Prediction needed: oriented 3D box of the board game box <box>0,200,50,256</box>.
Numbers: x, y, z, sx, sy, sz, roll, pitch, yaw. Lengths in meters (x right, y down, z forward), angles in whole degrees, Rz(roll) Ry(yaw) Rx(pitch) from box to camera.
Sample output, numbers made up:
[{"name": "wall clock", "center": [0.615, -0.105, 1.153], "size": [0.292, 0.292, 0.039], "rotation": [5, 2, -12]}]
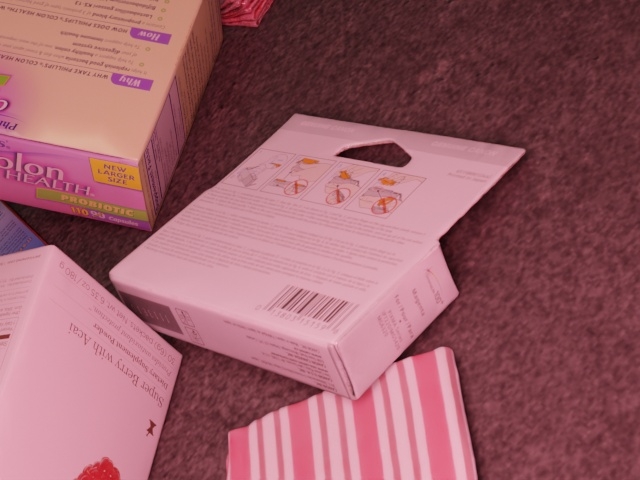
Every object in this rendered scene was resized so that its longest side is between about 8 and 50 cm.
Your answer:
[{"name": "board game box", "center": [-0.376, 0.092, 1.430], "size": [0.281, 0.027, 0.145], "rotation": [-48, 39, -5]}]

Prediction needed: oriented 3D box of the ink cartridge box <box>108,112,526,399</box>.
[{"name": "ink cartridge box", "center": [0.000, 0.000, 1.180], "size": [0.275, 0.060, 0.239], "rotation": [14, 46, 45]}]

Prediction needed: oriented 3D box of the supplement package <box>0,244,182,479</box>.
[{"name": "supplement package", "center": [-0.254, 0.181, 1.137], "size": [0.175, 0.177, 0.293], "rotation": [-11, 50, 32]}]

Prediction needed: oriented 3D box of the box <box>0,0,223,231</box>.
[{"name": "box", "center": [-0.228, -0.156, 1.383], "size": [0.214, 0.117, 0.243], "rotation": [11, 58, 8]}]

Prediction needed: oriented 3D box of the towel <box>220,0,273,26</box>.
[{"name": "towel", "center": [-0.129, -0.335, 1.590], "size": [0.329, 0.037, 0.237], "rotation": [10, 62, 44]}]

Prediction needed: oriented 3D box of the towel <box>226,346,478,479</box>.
[{"name": "towel", "center": [0.019, 0.166, 1.047], "size": [0.197, 0.029, 0.144], "rotation": [-24, 44, 18]}]
